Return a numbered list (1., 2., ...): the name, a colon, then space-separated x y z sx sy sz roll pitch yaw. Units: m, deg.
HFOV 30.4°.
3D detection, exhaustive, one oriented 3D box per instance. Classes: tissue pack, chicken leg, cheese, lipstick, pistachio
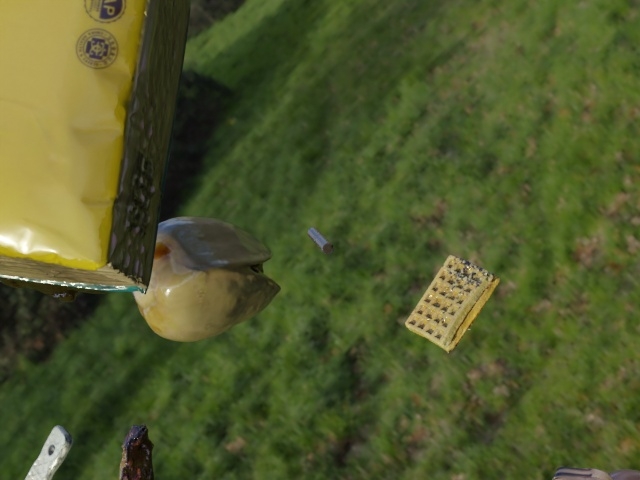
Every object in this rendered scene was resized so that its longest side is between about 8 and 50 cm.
1. tissue pack: -0.221 -0.104 0.944 0.134 0.192 0.271 48 -133 -76
2. chicken leg: -0.180 0.246 1.116 0.062 0.037 0.145 138 137 -56
3. cheese: -0.424 0.376 1.704 0.127 0.049 0.235 40 102 46
4. lipstick: 0.000 0.000 1.724 0.019 0.019 0.094 -47 20 1
5. pistachio: -0.118 0.037 1.244 0.131 0.130 0.206 -3 3 31

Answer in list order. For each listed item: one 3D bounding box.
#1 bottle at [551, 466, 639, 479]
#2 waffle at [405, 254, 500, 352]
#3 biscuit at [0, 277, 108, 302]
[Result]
1. bottle: 0.358 0.423 1.656 0.297 0.206 0.173 -48 10 51
2. waffle: 0.212 0.100 1.901 0.148 0.042 0.102 -56 38 -5
3. biscuit: -0.351 0.019 1.492 0.236 0.180 0.039 -4 48 32
